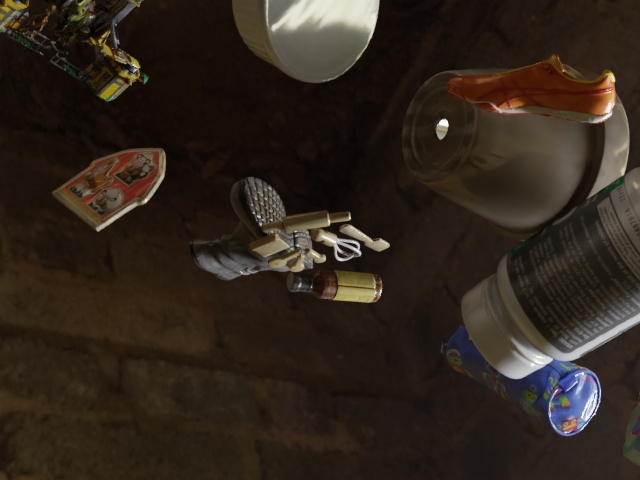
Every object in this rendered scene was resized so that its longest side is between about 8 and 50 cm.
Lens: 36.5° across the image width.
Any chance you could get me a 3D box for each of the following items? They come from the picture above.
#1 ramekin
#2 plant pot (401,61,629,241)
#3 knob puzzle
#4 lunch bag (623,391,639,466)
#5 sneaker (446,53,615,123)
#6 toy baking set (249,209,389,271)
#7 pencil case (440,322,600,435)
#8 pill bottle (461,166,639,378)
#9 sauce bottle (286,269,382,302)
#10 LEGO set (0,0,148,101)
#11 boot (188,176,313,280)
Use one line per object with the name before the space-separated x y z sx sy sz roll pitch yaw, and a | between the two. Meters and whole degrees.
ramekin | -0.033 -0.421 1.695 0.273 0.127 0.272 -20 120 -38
plant pot | 0.304 -0.164 1.643 0.280 0.323 0.323 8 127 -34
knob puzzle | -0.357 -0.112 1.702 0.213 0.213 0.030 -22 129 -1
lunch bag | 0.404 0.112 0.959 0.279 0.108 0.224 -42 158 -50
sneaker | 0.222 -0.165 1.025 0.175 0.064 0.067 6 106 12
toy baking set | -0.002 -0.003 1.829 0.256 0.030 0.196 -10 154 3
pencil case | 0.355 0.232 1.747 0.119 0.306 0.133 -38 123 -17
pill bottle | 0.411 0.063 1.529 0.204 0.204 0.361 26 130 -37
sauce bottle | 0.018 0.059 1.300 0.128 0.042 0.042 8 127 -22
LEGO set | -0.377 -0.399 1.528 0.192 0.255 0.331 -36 130 24
boot | -0.167 -0.001 1.929 0.223 0.118 0.338 -10 150 16
